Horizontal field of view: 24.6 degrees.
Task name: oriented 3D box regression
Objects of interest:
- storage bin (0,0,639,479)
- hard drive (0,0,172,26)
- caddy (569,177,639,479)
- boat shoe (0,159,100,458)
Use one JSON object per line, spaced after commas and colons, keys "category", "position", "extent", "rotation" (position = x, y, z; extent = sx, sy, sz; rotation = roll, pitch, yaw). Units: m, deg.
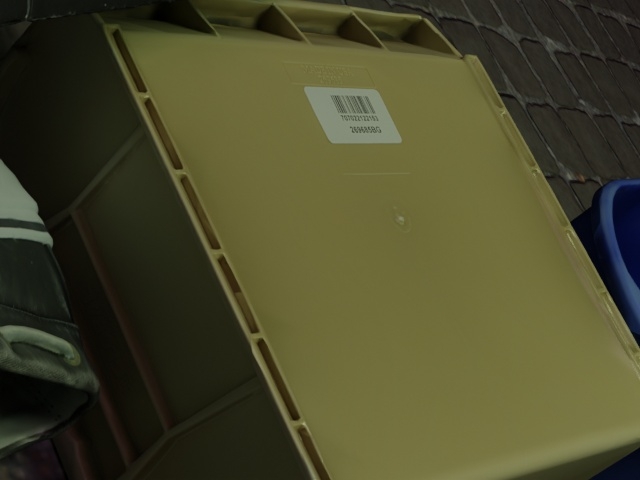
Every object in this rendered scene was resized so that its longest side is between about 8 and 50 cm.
{"category": "storage bin", "position": [-0.001, 0.020, 0.677], "extent": [0.262, 0.123, 0.260], "rotation": [-4, 61, -48]}
{"category": "hard drive", "position": [-0.150, -0.135, 0.564], "extent": [0.339, 0.237, 0.064], "rotation": [-26, 125, -63]}
{"category": "caddy", "position": [0.250, 0.077, 0.999], "extent": [0.241, 0.179, 0.341], "rotation": [61, 27, 11]}
{"category": "boat shoe", "position": [-0.162, 0.043, 0.430], "extent": [0.119, 0.121, 0.335], "rotation": [53, 24, 8]}
